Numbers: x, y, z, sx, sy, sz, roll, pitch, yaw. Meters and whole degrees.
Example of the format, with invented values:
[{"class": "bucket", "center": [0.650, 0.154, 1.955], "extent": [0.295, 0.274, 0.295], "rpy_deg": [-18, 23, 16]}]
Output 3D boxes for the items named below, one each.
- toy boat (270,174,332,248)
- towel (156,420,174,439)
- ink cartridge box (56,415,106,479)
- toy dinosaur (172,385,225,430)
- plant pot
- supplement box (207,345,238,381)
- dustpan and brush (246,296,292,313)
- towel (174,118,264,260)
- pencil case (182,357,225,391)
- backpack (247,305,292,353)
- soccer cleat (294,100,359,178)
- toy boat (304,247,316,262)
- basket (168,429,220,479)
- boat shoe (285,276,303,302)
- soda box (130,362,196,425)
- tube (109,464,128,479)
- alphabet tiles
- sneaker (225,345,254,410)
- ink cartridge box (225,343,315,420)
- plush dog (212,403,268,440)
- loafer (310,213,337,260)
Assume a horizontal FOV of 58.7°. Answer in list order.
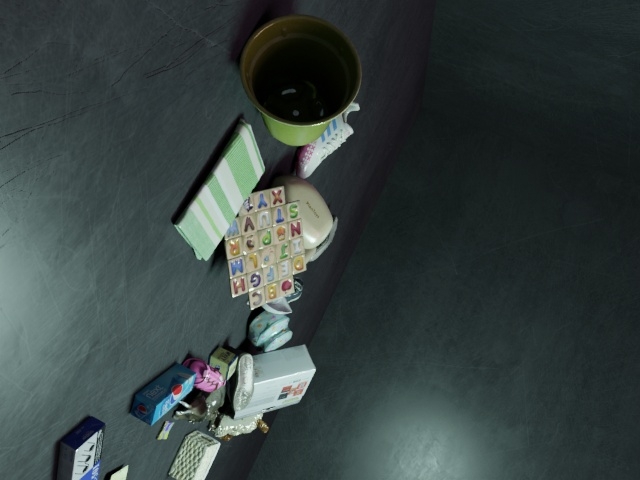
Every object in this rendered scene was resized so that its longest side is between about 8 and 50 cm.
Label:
[{"class": "toy boat", "center": [-0.117, -0.058, 1.843], "extent": [0.318, 0.148, 0.267], "rpy_deg": [-47, 115, -32]}, {"class": "towel", "center": [-0.495, 0.606, 1.815], "extent": [0.083, 0.009, 0.060], "rpy_deg": [77, 37, -70]}, {"class": "ink cartridge box", "center": [-0.552, 0.515, 1.308], "extent": [0.097, 0.046, 0.207], "rpy_deg": [-42, 153, -61]}, {"class": "toy dinosaur", "center": [-0.375, 0.546, 1.964], "extent": [0.313, 0.121, 0.160], "rpy_deg": [-45, 162, -53]}, {"class": "plant pot", "center": [-0.054, -0.362, 1.405], "extent": [0.254, 0.276, 0.276], "rpy_deg": [111, 5, -78]}, {"class": "supplement box", "center": [-0.340, 0.426, 1.970], "extent": [0.056, 0.083, 0.083], "rpy_deg": [-51, 160, -54]}, {"class": "dustpan and brush", "center": [-0.205, 0.226, 2.175], "extent": [0.211, 0.147, 0.060], "rpy_deg": [-12, 156, -41]}, {"class": "towel", "center": [-0.250, -0.123, 1.460], "extent": [0.324, 0.038, 0.248], "rpy_deg": [-61, 166, -19]}, {"class": "pencil case", "center": [-0.371, 0.429, 1.811], "extent": [0.209, 0.098, 0.095], "rpy_deg": [76, 34, -70]}, {"class": "backpack", "center": [-0.199, 0.353, 2.257], "extent": [0.166, 0.144, 0.188], "rpy_deg": [-30, 149, -25]}, {"class": "soccer cleat", "center": [0.025, -0.353, 1.956], "extent": [0.331, 0.143, 0.116], "rpy_deg": [-67, 168, 0]}, {"class": "toy boat", "center": [-0.128, 0.051, 2.137], "extent": [0.151, 0.151, 0.231], "rpy_deg": [-40, -176, 32]}, {"class": "basket", "center": [-0.460, 0.795, 2.071], "extent": [0.167, 0.113, 0.103], "rpy_deg": [-66, 166, -5]}, {"class": "boat shoe", "center": [-0.134, 0.205, 2.446], "extent": [0.254, 0.095, 0.079], "rpy_deg": [-25, 149, -59]}, {"class": "soda box", "center": [-0.434, 0.424, 1.590], "extent": [0.067, 0.071, 0.210], "rpy_deg": [-71, 167, 18]}, {"class": "tube", "center": [-0.590, 0.746, 1.569], "extent": [0.070, 0.062, 0.240], "rpy_deg": [17, -92, 58]}, {"class": "alphabet tiles", "center": [-0.159, 0.020, 1.688], "extent": [0.285, 0.011, 0.342], "rpy_deg": [-19, 111, -40]}, {"class": "sneaker", "center": [-0.303, 0.498, 2.071], "extent": [0.083, 0.118, 0.221], "rpy_deg": [1, 99, -40]}, {"class": "ink cartridge box", "center": [-0.210, 0.570, 2.283], "extent": [0.310, 0.130, 0.271], "rpy_deg": [-7, 139, -27]}, {"class": "plush dog", "center": [-0.335, 0.740, 2.408], "extent": [0.262, 0.211, 0.225], "rpy_deg": [-59, -169, -27]}, {"class": "loafer", "center": [0.000, 0.000, 2.587], "extent": [0.319, 0.112, 0.111], "rpy_deg": [-55, 155, -46]}]
